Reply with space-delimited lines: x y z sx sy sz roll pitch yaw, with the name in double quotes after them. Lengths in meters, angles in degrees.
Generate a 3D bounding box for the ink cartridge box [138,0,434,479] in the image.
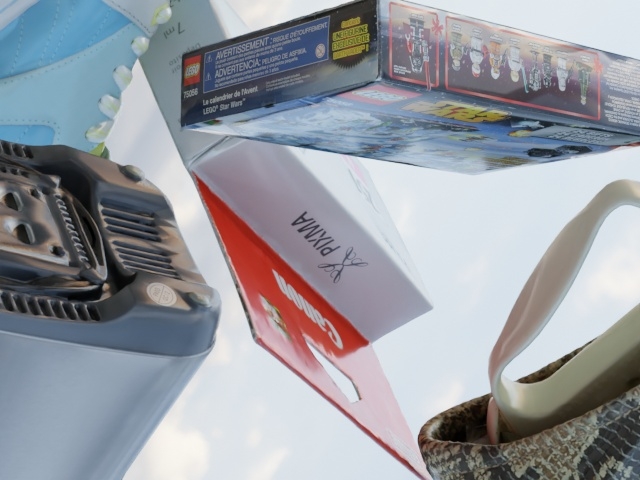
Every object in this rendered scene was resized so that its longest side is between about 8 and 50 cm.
0.000 0.000 0.944 0.060 0.275 0.239 -31 -124 9 "ink cartridge box"

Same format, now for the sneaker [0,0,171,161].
-0.136 -0.088 0.885 0.319 0.208 0.127 -35 -150 -7 "sneaker"

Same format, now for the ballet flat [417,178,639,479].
0.241 0.020 0.882 0.483 0.182 0.164 -42 -173 23 "ballet flat"

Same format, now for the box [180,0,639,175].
0.037 -0.046 0.503 0.094 0.137 0.027 -7 -100 48 "box"

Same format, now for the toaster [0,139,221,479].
-0.158 0.037 0.545 0.146 0.227 0.129 -62 -145 21 "toaster"
